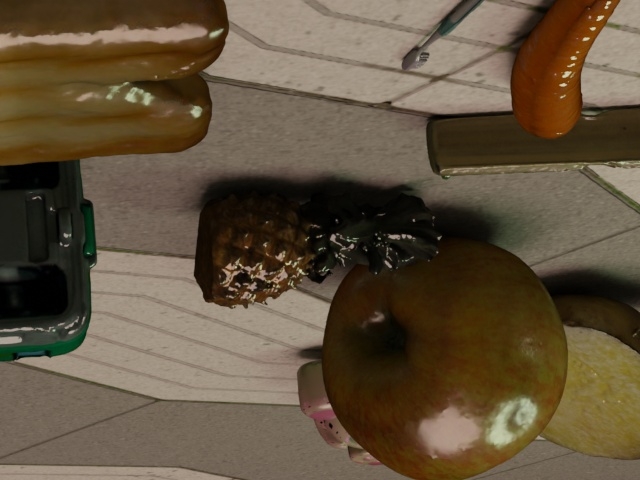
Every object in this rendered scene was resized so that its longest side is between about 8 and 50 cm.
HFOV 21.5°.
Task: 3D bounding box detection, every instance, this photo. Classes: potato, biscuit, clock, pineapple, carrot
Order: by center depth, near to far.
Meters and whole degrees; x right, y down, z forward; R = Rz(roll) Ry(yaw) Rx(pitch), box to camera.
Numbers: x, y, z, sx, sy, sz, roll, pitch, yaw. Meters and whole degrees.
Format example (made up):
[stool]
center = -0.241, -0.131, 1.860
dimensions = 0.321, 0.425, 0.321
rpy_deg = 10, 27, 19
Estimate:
[biscuit]
center = -0.217, -0.118, 1.230
dimensions = 0.290, 0.062, 0.237
rpy_deg = -4, 160, -8
[carrot]
center = 0.187, -0.147, 1.310
dimensions = 0.066, 0.062, 0.271
rpy_deg = 24, 159, 10
[pineapple]
center = 0.000, 0.000, 1.608
dimensions = 0.237, 0.119, 0.111
rpy_deg = -6, 117, -17
[potato]
center = 0.325, 0.148, 2.075
dimensions = 0.239, 0.116, 0.299
rpy_deg = 1, 141, 24
[clock]
center = 0.126, 0.207, 2.233
dimensions = 0.284, 0.114, 0.309
rpy_deg = -13, 160, 20

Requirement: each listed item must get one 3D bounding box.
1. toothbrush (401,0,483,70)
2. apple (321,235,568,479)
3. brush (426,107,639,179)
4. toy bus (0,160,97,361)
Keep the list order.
[toothbrush]
center = 0.103, -0.167, 1.284
dimensions = 0.014, 0.011, 0.167
rpy_deg = -3, 162, -26
[apple]
center = 0.121, 0.117, 1.760
dimensions = 0.264, 0.264, 0.264
rpy_deg = -6, 161, -2
[brush]
center = 0.231, -0.086, 1.504
dimensions = 0.282, 0.054, 0.048
rpy_deg = -4, 171, -9
[toy bus]
center = -0.361, 0.017, 1.398
dimensions = 0.343, 0.184, 0.199
rpy_deg = -2, 166, -10
